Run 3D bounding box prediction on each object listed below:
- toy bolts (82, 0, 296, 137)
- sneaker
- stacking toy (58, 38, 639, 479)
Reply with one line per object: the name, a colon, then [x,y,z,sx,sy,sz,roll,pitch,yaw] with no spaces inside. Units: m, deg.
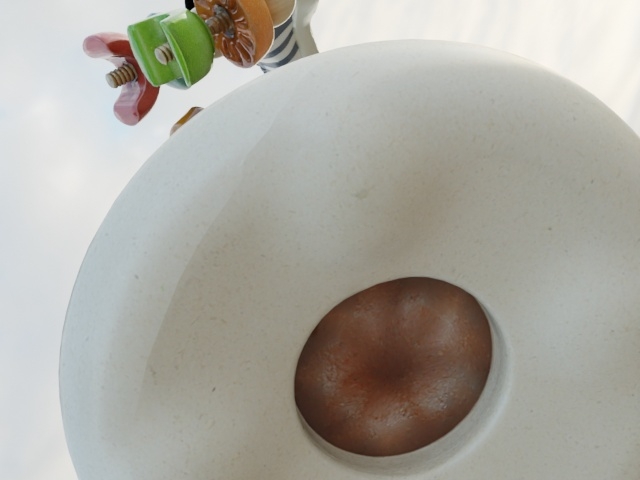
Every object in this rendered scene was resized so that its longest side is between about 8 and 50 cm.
toy bolts: [-0.108,-0.169,1.241,0.158,0.228,0.218,-33,-64,-26]
sneaker: [-0.084,-0.263,1.473,0.148,0.131,0.350,-16,-19,-5]
stacking toy: [0.000,0.000,0.828,0.351,0.350,0.480,-66,19,15]
